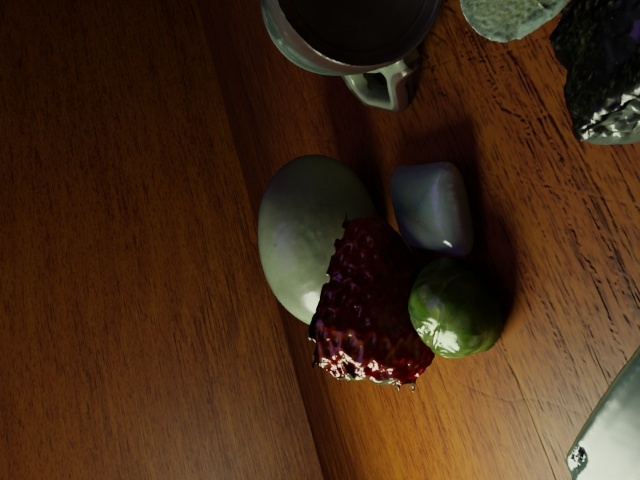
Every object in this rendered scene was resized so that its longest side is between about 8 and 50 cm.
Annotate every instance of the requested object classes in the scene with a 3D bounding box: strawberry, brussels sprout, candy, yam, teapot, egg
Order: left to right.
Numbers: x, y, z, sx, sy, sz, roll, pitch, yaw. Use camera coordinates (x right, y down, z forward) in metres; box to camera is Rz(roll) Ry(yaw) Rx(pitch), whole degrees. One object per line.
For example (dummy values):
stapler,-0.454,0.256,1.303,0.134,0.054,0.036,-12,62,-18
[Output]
egg,0.000,0.000,1.027,0.258,0.259,0.351,174,85,-74
teapot,0.043,-0.334,0.776,0.315,0.233,0.312,53,178,-17
strawberry,0.125,0.115,0.846,0.150,0.253,0.280,-6,57,40
candy,0.163,-0.049,0.763,0.174,0.071,0.137,-162,58,-73
brussels sprout,0.186,0.098,0.717,0.155,0.118,0.155,32,126,59
yam,0.154,-0.273,0.452,0.093,0.093,0.259,95,180,-46

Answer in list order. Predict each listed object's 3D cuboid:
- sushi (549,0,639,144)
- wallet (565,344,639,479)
sushi,0.243,-0.149,0.307,0.225,0.124,0.127,143,120,-74
wallet,0.347,0.260,0.357,0.360,0.083,0.252,-119,28,-47
